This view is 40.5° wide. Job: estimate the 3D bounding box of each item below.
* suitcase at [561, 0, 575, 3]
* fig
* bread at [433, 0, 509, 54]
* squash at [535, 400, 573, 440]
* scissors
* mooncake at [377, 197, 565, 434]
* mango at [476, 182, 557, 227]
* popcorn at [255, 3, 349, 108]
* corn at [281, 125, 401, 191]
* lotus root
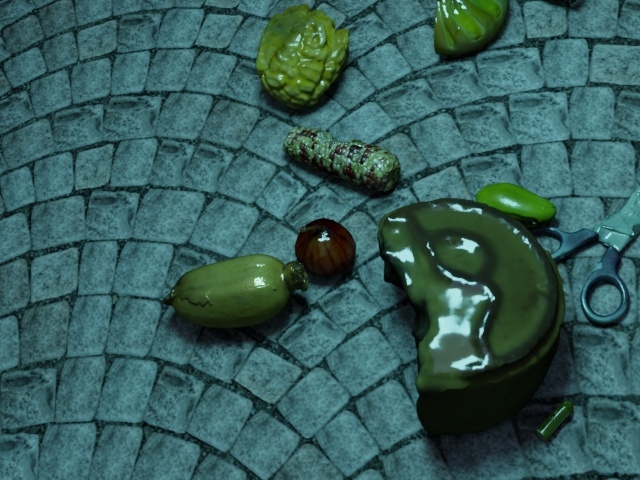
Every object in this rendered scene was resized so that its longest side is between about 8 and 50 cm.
[{"bbox_3d":[0.537,-0.669,2.033,0.235,0.143,0.194,32,73,27],"label":"suitcase"},{"bbox_3d":[-0.002,0.005,1.790,0.128,0.150,0.128,-38,24,20],"label":"fig"},{"bbox_3d":[0.354,-0.549,2.005,0.156,0.158,0.260,6,64,14],"label":"bread"},{"bbox_3d":[0.421,0.319,1.552,0.083,0.027,0.027,-44,60,-14],"label":"squash"},{"bbox_3d":[0.596,-0.023,1.708,0.383,0.029,0.256,-37,59,-10],"label":"scissors"},{"bbox_3d":[0.242,0.123,1.593,0.394,0.246,0.393,33,67,25],"label":"mooncake"},{"bbox_3d":[0.393,-0.075,1.751,0.165,0.074,0.091,9,39,26],"label":"mango"},{"bbox_3d":[-0.040,-0.437,2.026,0.250,0.190,0.250,-14,56,21],"label":"popcorn"},{"bbox_3d":[0.040,-0.187,1.907,0.290,0.098,0.098,24,69,26],"label":"corn"},{"bbox_3d":[-0.167,0.105,1.766,0.303,0.131,0.146,-10,57,11],"label":"lotus root"}]
